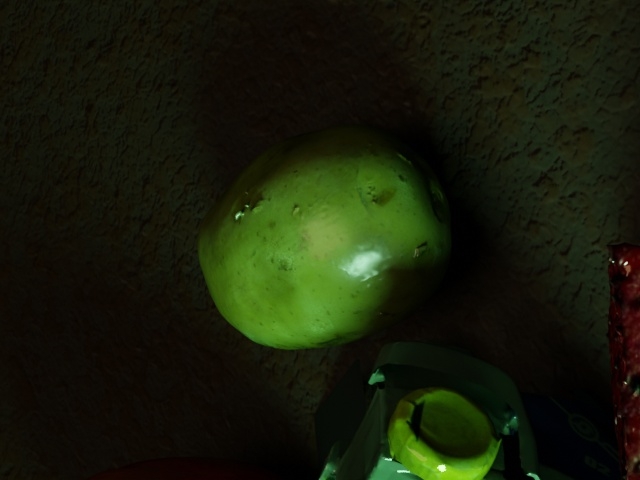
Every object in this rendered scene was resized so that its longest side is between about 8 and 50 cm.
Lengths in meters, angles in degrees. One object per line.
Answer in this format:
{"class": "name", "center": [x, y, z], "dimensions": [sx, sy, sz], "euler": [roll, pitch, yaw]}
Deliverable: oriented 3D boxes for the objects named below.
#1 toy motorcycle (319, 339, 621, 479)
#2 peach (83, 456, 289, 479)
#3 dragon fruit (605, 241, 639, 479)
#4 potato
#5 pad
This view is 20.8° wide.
{"class": "toy motorcycle", "center": [0.175, 0.210, 1.570], "dimensions": [0.200, 0.326, 0.191], "euler": [-91, 19, -47]}
{"class": "peach", "center": [-0.158, 0.376, 1.831], "dimensions": [0.373, 0.373, 0.289], "euler": [4, 96, 44]}
{"class": "dragon fruit", "center": [0.348, 0.080, 1.333], "dimensions": [0.330, 0.302, 0.240], "euler": [-21, 124, 22]}
{"class": "potato", "center": [0.003, 0.001, 1.732], "dimensions": [0.304, 0.216, 0.215], "euler": [-34, 72, 54]}
{"class": "pad", "center": [0.022, 0.204, 1.819], "dimensions": [0.157, 0.003, 0.112], "euler": [123, 146, -56]}
